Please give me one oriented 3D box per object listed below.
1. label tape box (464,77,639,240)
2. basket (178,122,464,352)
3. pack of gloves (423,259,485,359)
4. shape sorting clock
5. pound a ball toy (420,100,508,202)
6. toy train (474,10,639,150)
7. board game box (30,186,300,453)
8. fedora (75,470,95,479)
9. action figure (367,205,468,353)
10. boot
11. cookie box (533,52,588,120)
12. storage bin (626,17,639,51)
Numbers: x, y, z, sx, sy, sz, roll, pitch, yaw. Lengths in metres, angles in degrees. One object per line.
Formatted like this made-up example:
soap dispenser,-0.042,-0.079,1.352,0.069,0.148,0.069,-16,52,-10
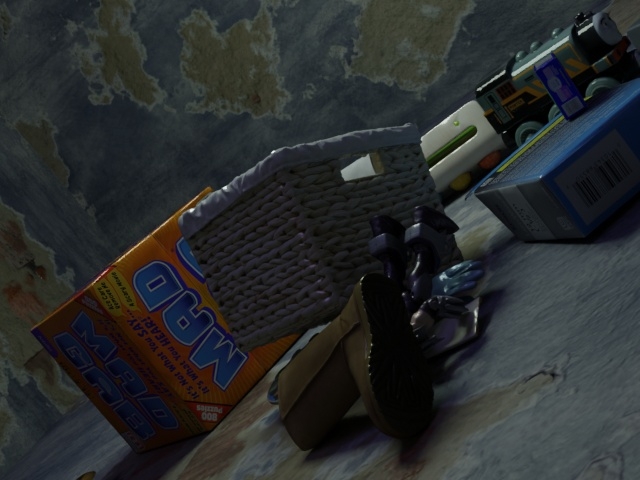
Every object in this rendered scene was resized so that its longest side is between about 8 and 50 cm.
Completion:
label tape box,0.383,-0.115,1.519,0.249,0.115,0.348,-39,4,-9
basket,0.000,0.000,1.708,0.328,0.266,0.331,-15,-9,-41
pack of gloves,0.152,0.134,1.463,0.232,0.046,0.195,-34,23,31
shape sorting clock,-0.008,0.190,1.644,0.206,0.040,0.206,-40,14,12
pound a ball toy,0.316,-0.180,2.241,0.319,0.135,0.208,-36,-17,19
toy train,0.452,-0.295,1.925,0.334,0.190,0.142,-31,11,45
board game box,-0.308,0.173,2.111,0.356,0.356,0.356,-44,9,-36
fedora,-0.473,0.522,1.903,0.194,0.079,0.194,-44,5,5
action figure,0.123,0.085,1.410,0.185,0.099,0.285,-22,45,36
boot,0.036,0.203,1.321,0.269,0.089,0.236,-54,31,43
cookie box,0.367,-0.237,1.558,0.040,0.092,0.107,-33,6,17
storage bin,0.649,-0.390,1.933,0.098,0.091,0.135,-41,7,-18
